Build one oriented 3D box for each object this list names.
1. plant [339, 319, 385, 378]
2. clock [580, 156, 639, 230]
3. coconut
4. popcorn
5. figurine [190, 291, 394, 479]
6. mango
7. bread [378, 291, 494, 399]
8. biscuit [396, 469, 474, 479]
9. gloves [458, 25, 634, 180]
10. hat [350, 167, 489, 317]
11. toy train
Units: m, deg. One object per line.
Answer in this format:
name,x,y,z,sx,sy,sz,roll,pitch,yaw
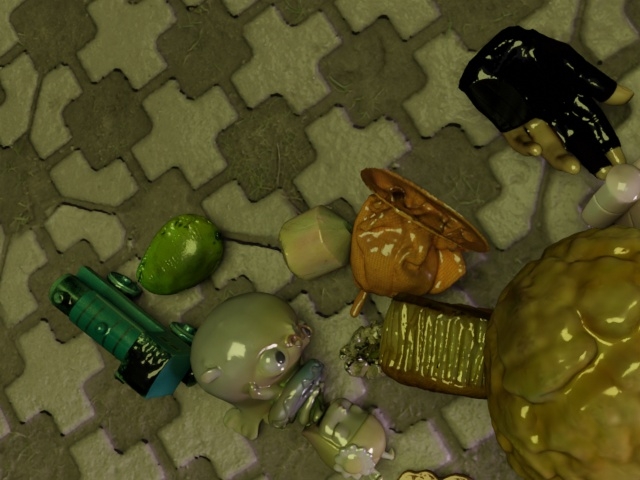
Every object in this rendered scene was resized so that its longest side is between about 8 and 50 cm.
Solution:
plant,0.091,0.192,1.557,0.116,0.122,0.104,-34,89,4
clock,0.601,-0.035,1.369,0.342,0.184,0.326,-43,73,-11
coconut,0.000,0.000,1.599,0.122,0.116,0.116,-21,80,19
popcorn,0.365,0.158,1.211,0.390,0.354,0.344,-53,31,21
figurine,-0.050,0.274,1.581,0.394,0.226,0.274,37,127,5
mango,-0.251,0.029,1.676,0.178,0.100,0.119,-39,83,14
bread,0.218,0.165,1.451,0.227,0.253,0.142,4,83,44
biscuit,0.226,0.461,1.535,0.236,0.040,0.144,28,86,18
gloves,0.375,-0.217,1.493,0.301,0.152,0.197,51,120,8
hat,0.108,0.037,1.531,0.233,0.244,0.233,41,111,23
toy train,-0.342,0.156,1.642,0.298,0.194,0.120,35,96,17
